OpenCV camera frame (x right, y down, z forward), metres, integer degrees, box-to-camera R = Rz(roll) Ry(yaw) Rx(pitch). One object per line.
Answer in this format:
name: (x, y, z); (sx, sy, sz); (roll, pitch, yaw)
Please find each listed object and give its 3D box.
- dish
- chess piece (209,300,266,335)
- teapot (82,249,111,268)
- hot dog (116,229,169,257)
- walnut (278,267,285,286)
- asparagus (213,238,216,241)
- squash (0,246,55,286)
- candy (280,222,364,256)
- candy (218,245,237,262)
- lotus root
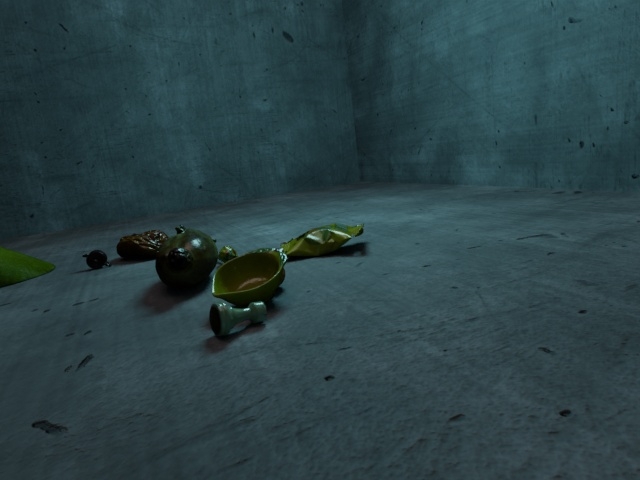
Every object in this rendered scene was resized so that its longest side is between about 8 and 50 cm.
dish: (-0.155, 0.096, 0.998); (0.148, 0.080, 0.207); (22, 41, 39)
chess piece: (-0.160, 0.147, 0.859); (0.103, 0.067, 0.067); (-5, 9, -36)
teapot: (-0.807, 0.072, 1.579); (0.100, 0.068, 0.045); (25, 6, -18)
hot dog: (-0.681, 0.018, 1.687); (0.226, 0.099, 0.160); (1, 15, 21)
walnut: (-0.130, 0.092, 1.106); (0.091, 0.052, 0.121); (-40, 30, -17)
asparagus: (-0.479, 0.001, 1.831); (0.127, 0.018, 0.015); (2, 50, 37)
squash: (-1.071, 0.131, 1.563); (0.093, 0.169, 0.252); (2, -19, 25)
candy: (0.000, 0.000, 1.418); (0.297, 0.081, 0.187); (-17, 11, 7)
candy: (-0.330, 0.052, 1.449); (0.058, 0.062, 0.194); (-12, 3, -33)
lotus root: (-0.379, 0.051, 1.219); (0.173, 0.173, 0.309); (-9, 12, -10)
